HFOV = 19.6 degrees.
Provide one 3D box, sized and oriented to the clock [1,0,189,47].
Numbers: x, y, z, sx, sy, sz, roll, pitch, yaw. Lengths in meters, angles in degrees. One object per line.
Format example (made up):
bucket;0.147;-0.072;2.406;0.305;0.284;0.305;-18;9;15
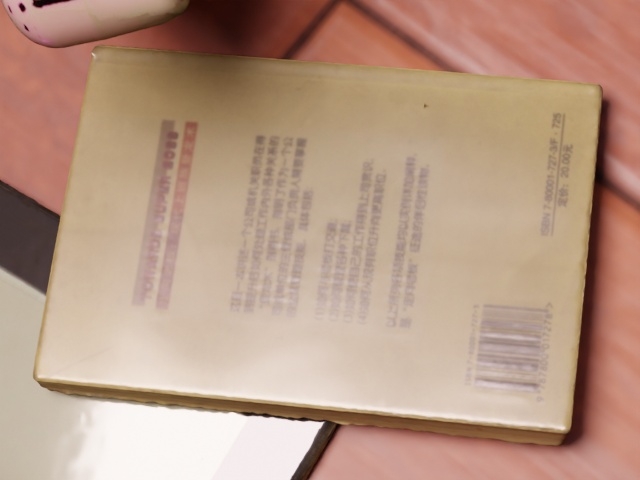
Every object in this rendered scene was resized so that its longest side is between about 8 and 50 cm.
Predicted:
clock;-0.117;-0.244;0.725;0.114;0.284;0.309;-14;107;4

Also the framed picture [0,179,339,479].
framed picture;-0.182;0.149;0.814;0.265;0.016;0.347;29;83;14

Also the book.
book;0.000;0.000;0.799;0.231;0.026;0.161;6;73;9
